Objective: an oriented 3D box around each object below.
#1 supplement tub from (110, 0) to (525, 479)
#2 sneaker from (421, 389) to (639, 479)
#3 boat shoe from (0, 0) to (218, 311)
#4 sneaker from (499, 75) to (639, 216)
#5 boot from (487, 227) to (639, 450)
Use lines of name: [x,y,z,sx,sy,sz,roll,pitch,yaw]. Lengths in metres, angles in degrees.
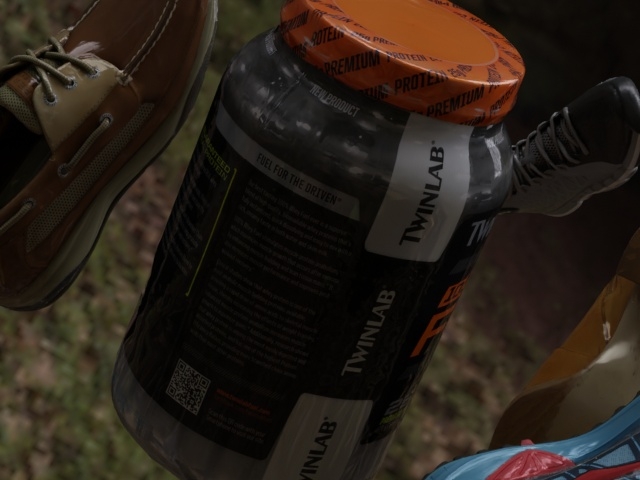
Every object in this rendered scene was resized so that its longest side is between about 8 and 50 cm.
supplement tub: [0.000,0.000,1.314,0.207,0.338,0.207,19,25,-9]
sneaker: [0.183,0.163,1.096,0.125,0.261,0.104,-108,175,-59]
boat shoe: [-0.198,-0.097,1.526,0.122,0.324,0.120,30,1,43]
sneaker: [0.193,-0.068,1.713,0.132,0.086,0.229,-10,-19,-19]
boot: [0.234,0.094,1.397,0.104,0.295,0.211,33,19,22]
